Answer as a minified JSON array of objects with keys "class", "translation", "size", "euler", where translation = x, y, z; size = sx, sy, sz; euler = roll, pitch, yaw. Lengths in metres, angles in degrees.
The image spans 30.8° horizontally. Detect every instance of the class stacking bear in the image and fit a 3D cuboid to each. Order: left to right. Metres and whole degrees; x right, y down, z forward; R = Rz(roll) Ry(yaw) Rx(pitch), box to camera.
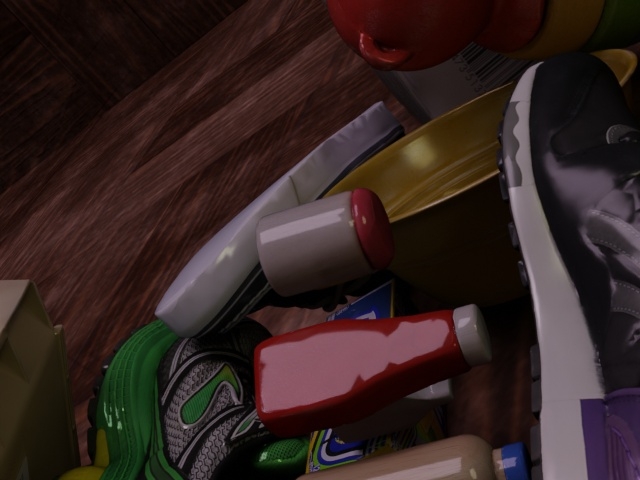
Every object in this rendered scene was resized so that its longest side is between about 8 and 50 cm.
[{"class":"stacking bear","translation":[0.138,-0.188,0.738],"size":[0.288,0.175,0.164],"euler":[-18,-19,-19]}]

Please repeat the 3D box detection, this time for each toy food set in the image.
[{"class":"toy food set","translation":[0.040,0.060,0.511],"size":[0.104,0.111,0.232],"euler":[-17,52,15]}]

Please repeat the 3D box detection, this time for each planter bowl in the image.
[{"class":"planter bowl","translation":[0.104,-0.022,0.693],"size":[0.217,0.090,0.217],"euler":[-28,13,7]}]

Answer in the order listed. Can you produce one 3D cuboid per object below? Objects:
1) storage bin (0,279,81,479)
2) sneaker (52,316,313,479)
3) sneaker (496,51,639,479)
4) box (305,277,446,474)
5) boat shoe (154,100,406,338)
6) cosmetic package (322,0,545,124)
[{"class":"storage bin","translation":[-0.212,0.190,0.616],"size":[0.123,0.261,0.262],"euler":[-1,24,2]},{"class":"sneaker","translation":[-0.059,0.141,0.686],"size":[0.146,0.134,0.343],"euler":[-12,21,9]},{"class":"sneaker","translation":[0.154,0.023,0.469],"size":[0.124,0.107,0.283],"euler":[-22,47,26]},{"class":"box","translation":[0.034,0.093,0.654],"size":[0.054,0.059,0.169],"euler":[-31,21,18]},{"class":"boat shoe","translation":[0.000,0.000,0.815],"size":[0.108,0.102,0.301],"euler":[-39,3,35]},{"class":"cosmetic package","translation":[0.104,-0.181,0.985],"size":[0.129,0.153,0.296],"euler":[-39,20,5]}]
